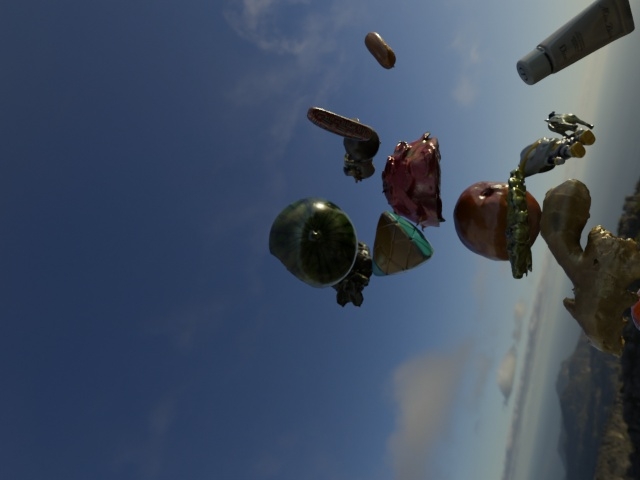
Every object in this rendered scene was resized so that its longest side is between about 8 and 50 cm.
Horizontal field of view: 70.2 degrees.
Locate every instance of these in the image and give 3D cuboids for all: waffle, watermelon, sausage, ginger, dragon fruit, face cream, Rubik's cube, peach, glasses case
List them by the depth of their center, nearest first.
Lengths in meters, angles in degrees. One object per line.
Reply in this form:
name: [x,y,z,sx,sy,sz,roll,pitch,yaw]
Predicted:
ginger: [0.655,0.064,1.095,0.122,0.363,0.348,-3,-59,-52]
face cream: [0.689,-0.543,1.235,0.143,0.314,0.089,53,-172,-24]
glasses case: [0.053,-0.327,1.304,0.073,0.194,0.049,-101,30,-83]
waffle: [0.627,-0.047,1.447,0.317,0.073,0.298,61,-146,-46]
sausage: [0.191,-0.622,1.482,0.054,0.183,0.062,2,-38,-48]
watermelon: [0.000,0.000,1.573,0.189,0.330,0.331,179,105,-74]
Rubik's cube: [0.331,0.030,1.594,0.254,0.254,0.255,-31,-54,-55]
dragon fruit: [0.379,-0.228,1.833,0.386,0.248,0.371,62,-148,-56]
peach: [0.711,-0.090,1.840,0.343,0.342,0.302,-55,-49,-39]

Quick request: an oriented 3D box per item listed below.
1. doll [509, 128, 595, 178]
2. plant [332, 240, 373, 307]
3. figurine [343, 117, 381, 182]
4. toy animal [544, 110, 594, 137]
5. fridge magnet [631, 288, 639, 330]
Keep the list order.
doll: [0.698,-0.261,1.401,0.316,0.103,0.146,180,106,-80]
plant: [0.131,0.147,2.080,0.312,0.212,0.215,-77,4,-55]
figurine: [0.156,-0.369,1.817,0.161,0.158,0.276,-30,-29,-18]
toy animal: [0.837,-0.403,1.574,0.216,0.176,0.074,-13,-51,-41]
fridge magnet: [1.012,0.150,1.183,0.155,0.363,0.364,50,-136,-8]
